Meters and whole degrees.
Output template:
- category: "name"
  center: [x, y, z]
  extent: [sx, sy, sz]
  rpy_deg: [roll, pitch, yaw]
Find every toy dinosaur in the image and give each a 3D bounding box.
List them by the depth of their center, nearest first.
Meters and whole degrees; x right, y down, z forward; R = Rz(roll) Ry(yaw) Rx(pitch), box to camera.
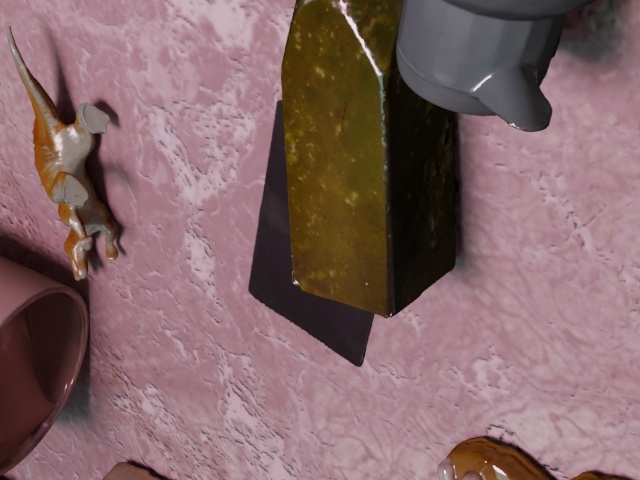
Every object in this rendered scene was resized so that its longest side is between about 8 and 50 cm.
- category: "toy dinosaur"
  center: [-0.215, -0.071, 1.027]
  extent: [0.142, 0.057, 0.212]
  rpy_deg: [-7, 102, 66]

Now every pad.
- category: "pad"
  center: [0.000, 0.000, 0.898]
  extent: [0.116, 0.004, 0.193]
  rpy_deg: [33, 136, 23]

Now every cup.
- category: "cup"
  center: [-0.347, 0.107, 1.148]
  extent: [0.200, 0.191, 0.253]
  rpy_deg: [23, 154, 18]

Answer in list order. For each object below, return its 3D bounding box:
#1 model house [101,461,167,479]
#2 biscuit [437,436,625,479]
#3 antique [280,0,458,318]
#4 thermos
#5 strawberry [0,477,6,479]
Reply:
- category: "model house"
  center: [-0.159, 0.524, 1.116]
  extent: [0.445, 0.400, 0.395]
  rpy_deg: [27, 130, 27]
- category: "biscuit"
  center: [0.188, 0.286, 0.889]
  extent: [0.197, 0.049, 0.301]
  rpy_deg: [10, 124, 42]
- category: "antique"
  center: [0.029, -0.071, 0.757]
  extent: [0.081, 0.080, 0.221]
  rpy_deg: [16, 124, 33]
- category: "thermos"
  center: [0.090, -0.200, 0.576]
  extent: [0.286, 0.145, 0.182]
  rpy_deg: [103, 150, -43]
- category: "strawberry"
  center: [-0.448, 0.398, 1.475]
  extent: [0.233, 0.137, 0.306]
  rpy_deg: [14, 116, 31]
